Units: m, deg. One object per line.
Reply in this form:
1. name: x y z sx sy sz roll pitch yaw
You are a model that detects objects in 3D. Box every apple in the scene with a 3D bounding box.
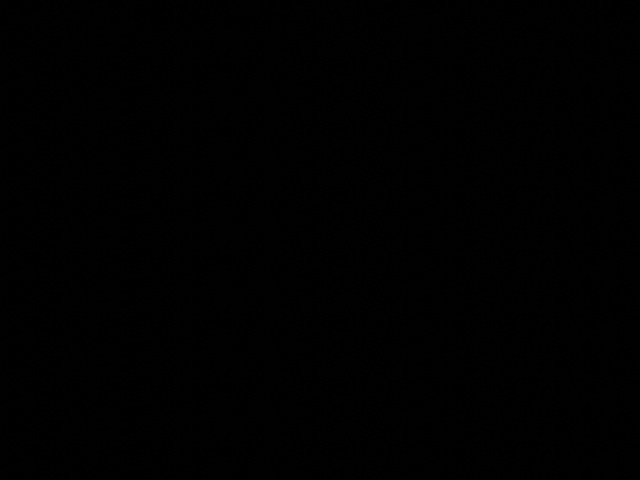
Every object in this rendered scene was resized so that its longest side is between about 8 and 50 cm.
1. apple: 0.000 0.000 0.170 0.473 0.473 0.473 -28 51 42
